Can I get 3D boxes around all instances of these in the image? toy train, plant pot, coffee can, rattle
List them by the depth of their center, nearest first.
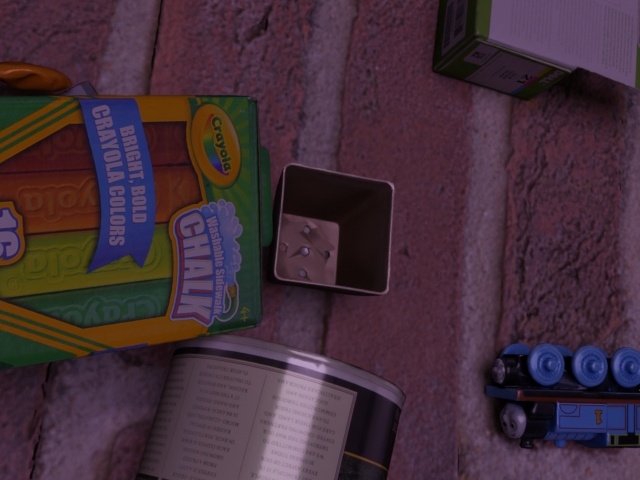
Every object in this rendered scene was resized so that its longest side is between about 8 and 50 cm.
[{"bbox_3d":[-0.058,0.234,0.673,0.201,0.201,0.275,19,71,-14],"label":"coffee can"},{"bbox_3d":[-0.319,-0.079,0.718,0.142,0.130,0.200,35,54,-48],"label":"rattle"},{"bbox_3d":[0.000,0.000,0.809,0.109,0.096,0.109,9,74,-16],"label":"plant pot"},{"bbox_3d":[0.260,0.160,0.874,0.184,0.080,0.105,5,81,-19],"label":"toy train"}]

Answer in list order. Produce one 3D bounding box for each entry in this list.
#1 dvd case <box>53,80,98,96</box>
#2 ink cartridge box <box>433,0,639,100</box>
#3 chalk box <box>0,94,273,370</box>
[{"bbox_3d":[-0.262,-0.015,0.756,0.238,0.029,0.179,-33,89,-24],"label":"dvd case"},{"bbox_3d":[0.270,-0.257,0.971,0.255,0.097,0.189,14,72,-18],"label":"ink cartridge box"},{"bbox_3d":[-0.154,-0.021,0.661,0.288,0.179,0.180,-8,100,-32],"label":"chalk box"}]
